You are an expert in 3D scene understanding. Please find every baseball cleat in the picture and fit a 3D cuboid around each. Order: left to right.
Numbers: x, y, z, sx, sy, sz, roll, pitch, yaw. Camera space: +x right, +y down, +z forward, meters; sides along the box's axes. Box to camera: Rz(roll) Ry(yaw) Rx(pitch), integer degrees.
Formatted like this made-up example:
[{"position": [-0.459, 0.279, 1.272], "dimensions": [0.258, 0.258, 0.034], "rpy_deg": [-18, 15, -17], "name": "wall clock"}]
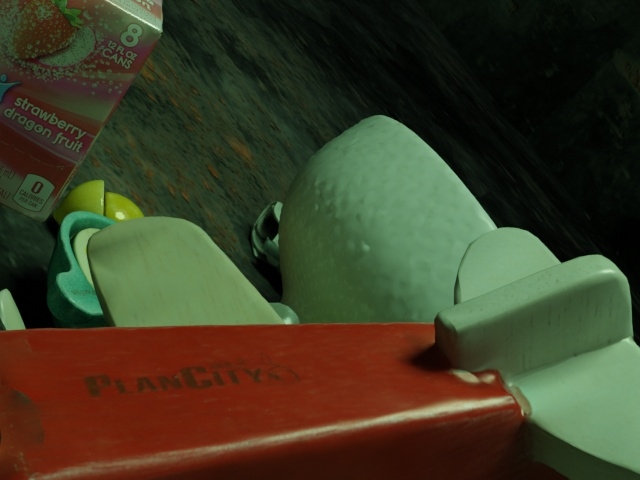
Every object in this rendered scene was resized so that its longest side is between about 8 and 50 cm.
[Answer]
[{"position": [0.000, 0.000, 1.385], "dimensions": [0.109, 0.072, 0.206], "rpy_deg": [41, 11, 7], "name": "baseball cleat"}]

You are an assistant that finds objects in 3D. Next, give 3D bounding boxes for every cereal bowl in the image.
[{"position": [0.066, 0.086, 1.104], "dimensions": [0.339, 0.141, 0.339], "rpy_deg": [57, -10, 15], "name": "cereal bowl"}]

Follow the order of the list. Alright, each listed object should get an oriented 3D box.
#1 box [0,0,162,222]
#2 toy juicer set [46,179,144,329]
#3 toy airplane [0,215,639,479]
[{"position": [-0.258, -0.163, 0.893], "dimensions": [0.300, 0.154, 0.142], "rpy_deg": [28, 22, -19], "name": "box"}, {"position": [-0.135, 0.012, 0.975], "dimensions": [0.329, 0.089, 0.209], "rpy_deg": [29, 23, -45], "name": "toy juicer set"}, {"position": [-0.030, 0.127, 0.629], "dimensions": [0.384, 0.272, 0.386], "rpy_deg": [19, 27, 17], "name": "toy airplane"}]
